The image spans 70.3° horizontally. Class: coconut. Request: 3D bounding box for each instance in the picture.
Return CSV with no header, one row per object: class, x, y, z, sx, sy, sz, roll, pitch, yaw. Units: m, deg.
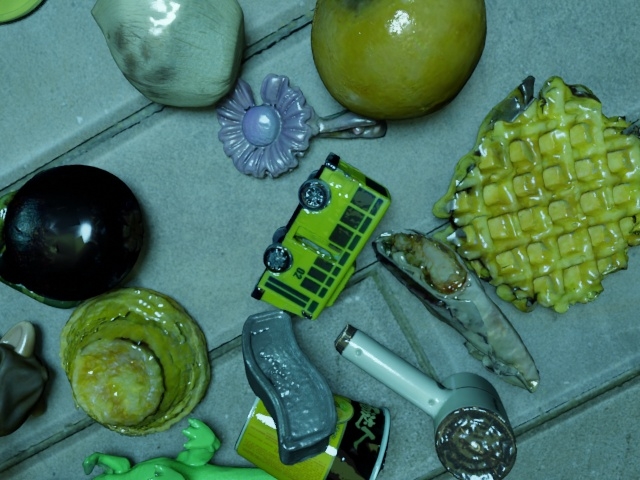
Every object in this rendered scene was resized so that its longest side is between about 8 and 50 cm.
coconut,-0.231,-0.312,0.692,0.223,0.224,0.225,0,100,-2

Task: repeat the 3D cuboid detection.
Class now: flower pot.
flower pot,-0.055,0.228,0.730,0.103,0.108,0.229,-20,60,-18

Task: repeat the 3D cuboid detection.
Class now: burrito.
burrito,0.243,0.113,0.789,0.107,0.175,0.348,-45,98,-12

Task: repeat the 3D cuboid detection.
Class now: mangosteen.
mangosteen,-0.404,-0.014,0.731,0.242,0.243,0.243,0,100,-2

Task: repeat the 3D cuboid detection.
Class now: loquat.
loquat,0.111,-0.311,0.675,0.262,0.263,0.264,0,100,-2

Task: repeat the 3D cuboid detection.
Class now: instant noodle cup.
instant noodle cup,-0.018,0.356,0.820,0.235,0.215,0.216,24,98,4

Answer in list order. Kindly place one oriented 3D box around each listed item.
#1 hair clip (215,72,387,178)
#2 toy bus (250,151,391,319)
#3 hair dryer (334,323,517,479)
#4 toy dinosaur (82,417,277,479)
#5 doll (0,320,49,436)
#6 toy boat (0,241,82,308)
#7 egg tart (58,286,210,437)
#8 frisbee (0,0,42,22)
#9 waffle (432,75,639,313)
hair clip,-0.030,-0.197,0.780,0.299,0.069,0.173,-4,102,-1
toy bus,0.000,0.000,0.766,0.149,0.128,0.262,29,108,-5
hair dryer,0.166,0.259,0.823,0.361,0.203,0.128,32,98,12
toy dinosaur,-0.261,0.522,0.884,0.499,0.144,0.374,33,119,-23
doll,-0.656,0.243,0.766,0.339,0.209,0.318,15,102,-6
toy boat,-0.516,0.051,0.817,0.210,0.052,0.104,31,95,-5
egg tart,-0.343,0.230,0.817,0.293,0.123,0.295,0,98,-2
frisbee,-0.548,-0.478,0.745,0.235,0.017,0.236,0,100,-1
waffle,0.408,-0.069,0.805,0.379,0.095,0.382,34,94,-8
